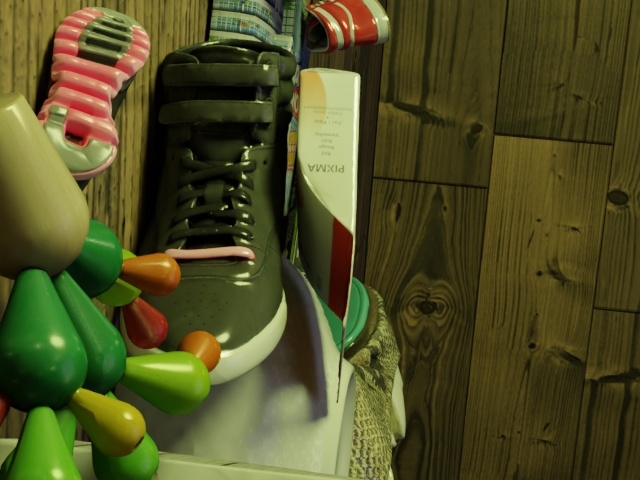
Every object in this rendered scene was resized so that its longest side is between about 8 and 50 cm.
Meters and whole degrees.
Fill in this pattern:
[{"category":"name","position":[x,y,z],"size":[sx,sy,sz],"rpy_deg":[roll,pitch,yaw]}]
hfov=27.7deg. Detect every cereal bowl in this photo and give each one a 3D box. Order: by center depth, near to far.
[{"category":"cereal bowl","position":[-0.053,0.165,0.957],"size":[0.339,0.141,0.339],"rpy_deg":[7,90,-84]}]

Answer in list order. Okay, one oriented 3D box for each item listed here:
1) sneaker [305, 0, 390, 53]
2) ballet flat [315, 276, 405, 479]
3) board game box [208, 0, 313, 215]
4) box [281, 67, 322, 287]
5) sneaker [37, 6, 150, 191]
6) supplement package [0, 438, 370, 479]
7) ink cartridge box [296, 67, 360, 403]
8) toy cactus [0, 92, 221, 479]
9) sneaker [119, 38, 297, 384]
[{"category":"sneaker","position":[0.006,-0.198,1.106],"size":[0.118,0.067,0.042],"rpy_deg":[-125,-155,-48]},{"category":"ballet flat","position":[0.020,0.177,1.356],"size":[0.182,0.164,0.483],"rpy_deg":[56,9,-6]},{"category":"board game box","position":[-0.051,-0.122,1.071],"size":[0.194,0.060,0.194],"rpy_deg":[30,65,-83]},{"category":"box","position":[-0.024,-0.038,1.189],"size":[0.184,0.045,0.190],"rpy_deg":[145,-45,-65]},{"category":"sneaker","position":[-0.118,-0.065,0.640],"size":[0.057,0.047,0.119],"rpy_deg":[122,-16,-49]},{"category":"supplement package","position":[-0.066,0.158,0.634],"size":[0.105,0.179,0.105],"rpy_deg":[60,36,-80]},{"category":"ink cartridge box","position":[0.000,0.000,0.858],"size":[0.145,0.045,0.179],"rpy_deg":[93,3,-64]},{"category":"toy cactus","position":[-0.117,0.028,0.550],"size":[0.219,0.112,0.180],"rpy_deg":[-66,142,-63]},{"category":"sneaker","position":[-0.070,-0.037,0.819],"size":[0.295,0.105,0.146],"rpy_deg":[-85,176,-61]}]
